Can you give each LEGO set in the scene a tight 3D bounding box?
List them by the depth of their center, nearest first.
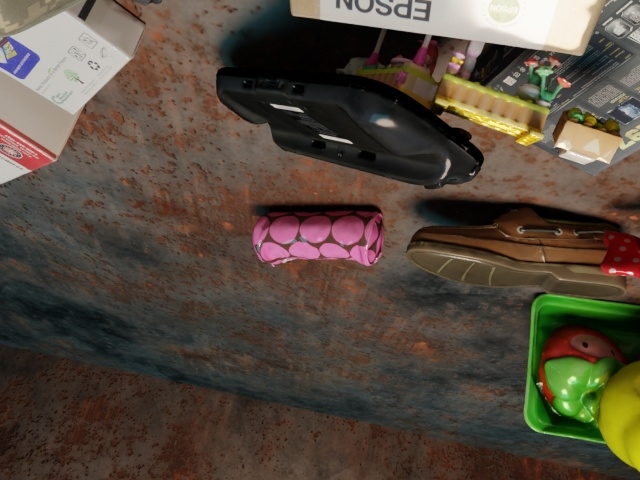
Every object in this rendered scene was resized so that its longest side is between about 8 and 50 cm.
[{"bbox_3d":[0.131,-0.159,0.533,0.287,0.107,0.132,22,-176,38],"label":"LEGO set"}]

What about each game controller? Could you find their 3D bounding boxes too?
[{"bbox_3d":[0.012,-0.126,0.603,0.166,0.067,0.319,36,173,-38],"label":"game controller"}]

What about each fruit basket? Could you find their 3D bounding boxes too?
[{"bbox_3d":[0.538,0.244,0.974,0.392,0.282,0.392,9,167,2],"label":"fruit basket"}]

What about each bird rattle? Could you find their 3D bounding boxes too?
[{"bbox_3d":[0.491,0.050,0.759,0.254,0.143,0.207,24,-165,18],"label":"bird rattle"}]

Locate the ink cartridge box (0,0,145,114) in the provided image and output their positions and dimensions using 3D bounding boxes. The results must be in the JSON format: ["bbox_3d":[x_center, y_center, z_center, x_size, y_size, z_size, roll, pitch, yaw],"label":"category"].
[{"bbox_3d":[-0.373,-0.276,0.616,0.333,0.065,0.165,32,146,-35],"label":"ink cartridge box"}]

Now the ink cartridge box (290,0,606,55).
[{"bbox_3d":[0.094,-0.246,0.402,0.235,0.088,0.193,12,141,12],"label":"ink cartridge box"}]

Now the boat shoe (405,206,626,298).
[{"bbox_3d":[0.280,0.010,0.847,0.308,0.104,0.110,10,161,2],"label":"boat shoe"}]

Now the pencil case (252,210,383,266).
[{"bbox_3d":[0.000,0.000,0.953,0.210,0.095,0.098,1,115,24],"label":"pencil case"}]

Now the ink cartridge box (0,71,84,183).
[{"bbox_3d":[-0.496,-0.175,0.799,0.273,0.114,0.197,-9,146,37],"label":"ink cartridge box"}]

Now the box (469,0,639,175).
[{"bbox_3d":[0.280,-0.168,0.552,0.184,0.059,0.233,23,151,-15],"label":"box"}]

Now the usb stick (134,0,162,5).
[{"bbox_3d":[-0.275,-0.279,0.521,0.278,0.045,0.077,10,170,-28],"label":"usb stick"}]

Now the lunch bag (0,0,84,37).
[{"bbox_3d":[-0.218,-0.320,0.315,0.256,0.212,0.305,39,152,5],"label":"lunch bag"}]
